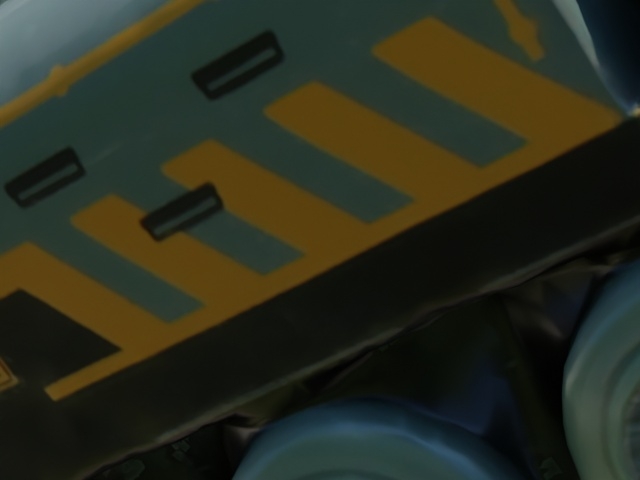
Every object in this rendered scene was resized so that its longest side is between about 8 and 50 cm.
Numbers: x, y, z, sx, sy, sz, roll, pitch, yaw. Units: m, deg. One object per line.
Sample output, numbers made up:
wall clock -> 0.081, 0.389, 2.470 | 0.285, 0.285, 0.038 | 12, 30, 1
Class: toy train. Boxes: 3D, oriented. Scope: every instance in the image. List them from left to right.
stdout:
toy train -> 0.000, 0.000, 0.425 | 0.334, 0.190, 0.142 | -27, 15, 34
